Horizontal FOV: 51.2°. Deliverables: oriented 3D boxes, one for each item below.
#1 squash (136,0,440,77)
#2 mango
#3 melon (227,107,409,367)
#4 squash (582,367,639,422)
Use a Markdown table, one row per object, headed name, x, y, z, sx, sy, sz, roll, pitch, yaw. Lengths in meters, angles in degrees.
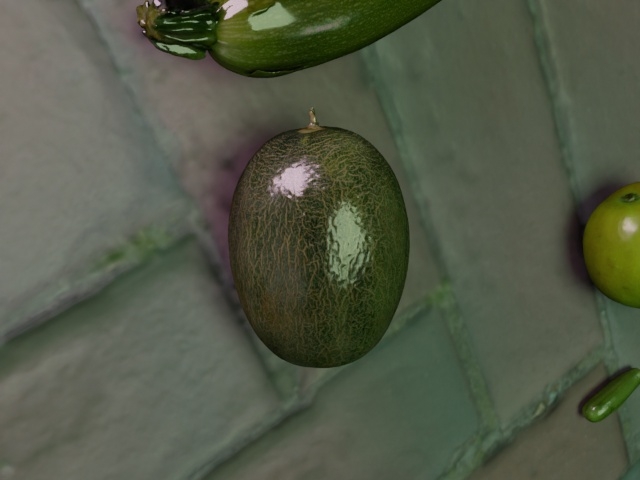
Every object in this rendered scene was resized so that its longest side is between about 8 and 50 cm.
| name | x | y | z | sx | sy | sz | roll | pitch | yaw |
| --- | --- | --- | --- | --- | --- | --- | --- | --- | --- |
| squash | 0.037 | -0.175 | 0.427 | 0.319 | 0.071 | 0.080 | -32 | 125 | -18 |
| mango | 0.310 | 0.007 | 0.628 | 0.163 | 0.089 | 0.117 | 14 | 86 | -44 |
| melon | 0.000 | 0.000 | 0.424 | 0.114 | 0.114 | 0.167 | -12 | 107 | -28 |
| squash | 0.304 | 0.157 | 0.690 | 0.089 | 0.027 | 0.027 | -32 | 115 | -22 |
